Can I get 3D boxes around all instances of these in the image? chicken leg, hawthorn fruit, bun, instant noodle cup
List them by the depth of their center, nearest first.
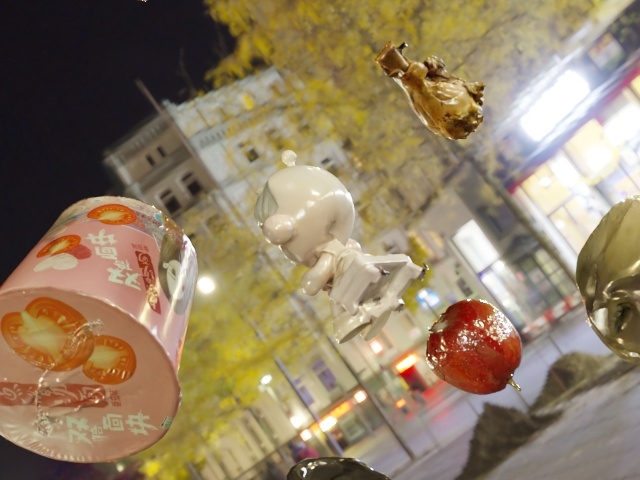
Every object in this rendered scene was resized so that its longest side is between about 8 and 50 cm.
[{"bbox_3d":[-0.252,0.086,1.092,0.243,0.243,0.231,-40,20,27],"label":"instant noodle cup"},{"bbox_3d":[0.430,0.071,1.197,0.168,0.273,0.273,-31,-10,-18],"label":"bun"},{"bbox_3d":[0.163,-0.216,1.386,0.101,0.207,0.085,15,74,55],"label":"chicken leg"},{"bbox_3d":[0.247,0.173,1.498,0.148,0.172,0.148,-46,-20,-23],"label":"hawthorn fruit"}]

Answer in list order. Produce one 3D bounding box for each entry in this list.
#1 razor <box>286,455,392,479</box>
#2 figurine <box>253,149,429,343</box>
[{"bbox_3d":[0.040,0.448,1.270,0.113,0.204,0.349,-29,-51,-51],"label":"razor"},{"bbox_3d":[0.002,-0.007,1.209,0.182,0.257,0.144,-18,-34,-42],"label":"figurine"}]
